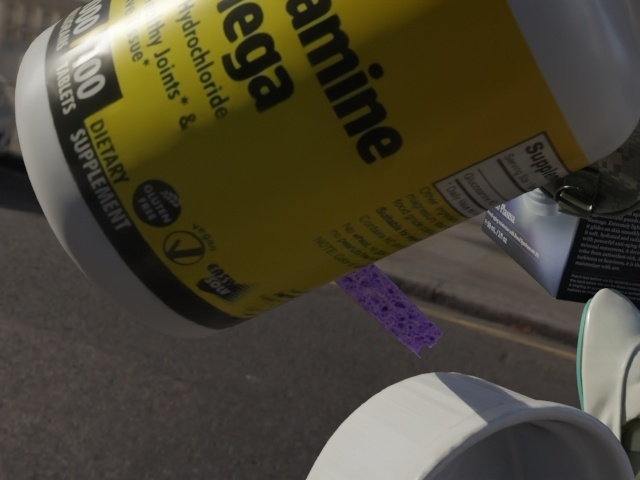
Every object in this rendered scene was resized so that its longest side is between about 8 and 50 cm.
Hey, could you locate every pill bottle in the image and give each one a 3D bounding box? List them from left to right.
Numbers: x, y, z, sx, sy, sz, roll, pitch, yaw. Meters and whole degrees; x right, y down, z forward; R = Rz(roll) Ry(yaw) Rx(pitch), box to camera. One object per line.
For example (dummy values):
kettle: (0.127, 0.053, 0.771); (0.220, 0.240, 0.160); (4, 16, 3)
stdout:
pill bottle: (0.034, -0.095, 0.475); (0.333, 0.188, 0.188); (-26, 0, 18)

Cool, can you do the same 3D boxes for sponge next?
sponge: (0.000, 0.000, 0.706); (0.210, 0.031, 0.117); (44, -1, -39)

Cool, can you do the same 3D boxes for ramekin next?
ramekin: (0.111, 0.242, 0.779); (0.277, 0.277, 0.135); (5, 9, -32)

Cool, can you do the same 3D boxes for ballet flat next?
ballet flat: (0.398, 0.257, 1.188); (0.139, 0.401, 0.139); (4, -10, 1)

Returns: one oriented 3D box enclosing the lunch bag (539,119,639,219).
lunch bag: (0.283, -0.197, 0.837); (0.212, 0.256, 0.305); (22, 56, 18)

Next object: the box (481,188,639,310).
box: (0.386, -0.094, 1.368); (0.182, 0.294, 0.296); (8, 17, -15)
